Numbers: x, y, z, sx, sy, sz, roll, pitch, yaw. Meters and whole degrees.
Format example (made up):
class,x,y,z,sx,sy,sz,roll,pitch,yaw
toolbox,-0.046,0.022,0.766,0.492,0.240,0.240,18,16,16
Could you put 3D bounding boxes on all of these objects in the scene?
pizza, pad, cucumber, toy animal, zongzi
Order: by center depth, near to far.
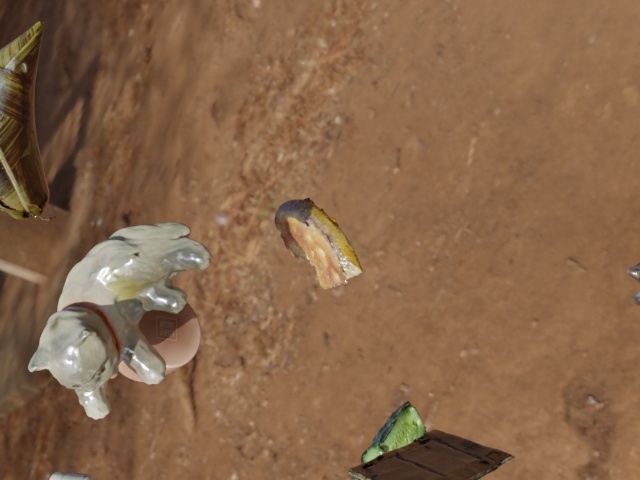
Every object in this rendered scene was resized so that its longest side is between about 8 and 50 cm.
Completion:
class,x,y,z,sx,sy,sz,roll,pitch,yaw
zongzi,-0.430,-0.161,1.383,0.241,0.248,0.111,-31,31,9
toy animal,-0.329,0.102,1.504,0.308,0.188,0.266,-28,64,17
pad,0.178,0.365,1.521,0.174,0.233,0.022,9,106,45
cucumber,0.142,0.422,1.899,0.086,0.115,0.193,-9,33,49
pizza,0.000,0.000,2.076,0.305,0.085,0.161,41,141,41

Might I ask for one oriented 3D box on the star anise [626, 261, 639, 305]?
class,x,y,z,sx,sy,sz,roll,pitch,yaw
star anise,0.540,0.002,1.322,0.109,0.236,0.223,29,122,37

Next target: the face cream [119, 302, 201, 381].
class,x,y,z,sx,sy,sz,roll,pitch,yaw
face cream,-0.309,0.178,1.733,0.104,0.149,0.149,-32,40,46

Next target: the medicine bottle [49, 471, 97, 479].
class,x,y,z,sx,sy,sz,roll,pitch,yaw
medicine bottle,-0.514,0.512,1.949,0.089,0.057,0.057,1,60,18
